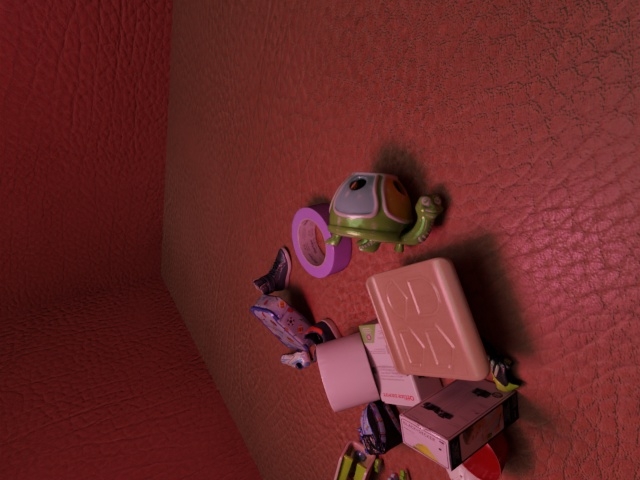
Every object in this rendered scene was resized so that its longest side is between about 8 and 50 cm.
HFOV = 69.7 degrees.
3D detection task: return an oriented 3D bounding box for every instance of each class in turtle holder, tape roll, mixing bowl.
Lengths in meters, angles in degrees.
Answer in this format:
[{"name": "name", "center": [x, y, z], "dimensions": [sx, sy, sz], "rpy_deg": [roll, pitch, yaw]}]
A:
[{"name": "turtle holder", "center": [0.167, -0.083, 1.350], "dimensions": [0.320, 0.243, 0.228], "rpy_deg": [14, 98, 63]}, {"name": "tape roll", "center": [0.100, 0.467, 1.641], "dimensions": [0.246, 0.169, 0.246], "rpy_deg": [-18, -90, -86]}, {"name": "tape roll", "center": [0.000, 0.000, 1.761], "dimensions": [0.274, 0.090, 0.275], "rpy_deg": [29, 127, 47]}, {"name": "mixing bowl", "center": [0.461, 0.575, 1.308], "dimensions": [0.181, 0.098, 0.182], "rpy_deg": [38, 141, 39]}]

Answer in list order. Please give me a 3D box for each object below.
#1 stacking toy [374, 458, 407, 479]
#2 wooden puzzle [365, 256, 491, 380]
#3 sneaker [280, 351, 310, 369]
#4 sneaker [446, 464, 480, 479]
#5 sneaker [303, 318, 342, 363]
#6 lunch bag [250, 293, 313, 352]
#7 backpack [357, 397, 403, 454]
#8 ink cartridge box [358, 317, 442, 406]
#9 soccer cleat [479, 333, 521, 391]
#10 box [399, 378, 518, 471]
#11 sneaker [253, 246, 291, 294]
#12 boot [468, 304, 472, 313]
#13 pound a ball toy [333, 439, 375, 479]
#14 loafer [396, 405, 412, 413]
[{"name": "stacking toy", "center": [0.295, 0.966, 1.776], "dimensions": [0.166, 0.052, 0.222], "rpy_deg": [-11, 93, 55]}, {"name": "wooden puzzle", "center": [0.296, 0.220, 1.289], "dimensions": [0.347, 0.080, 0.323], "rpy_deg": [-25, 84, 58]}, {"name": "sneaker", "center": [-0.123, 0.572, 2.179], "dimensions": [0.237, 0.085, 0.086], "rpy_deg": [-32, 61, 55]}, {"name": "sneaker", "center": [0.459, 0.789, 1.393], "dimensions": [0.290, 0.123, 0.106], "rpy_deg": [52, 143, 32]}, {"name": "sneaker", "center": [0.053, 0.481, 1.830], "dimensions": [0.350, 0.148, 0.131], "rpy_deg": [50, 140, 31]}, {"name": "lunch bag", "center": [-0.162, 0.372, 2.039], "dimensions": [0.243, 0.115, 0.303], "rpy_deg": [-5, 130, 53]}, {"name": "backpack", "center": [0.211, 0.670, 1.671], "dimensions": [0.117, 0.158, 0.174], "rpy_deg": [-38, 69, 47]}, {"name": "ink cartridge box", "center": [0.261, 0.389, 1.518], "dimensions": [0.198, 0.114, 0.273], "rpy_deg": [-22, 84, 57]}, {"name": "soccer cleat", "center": [0.472, 0.320, 1.240], "dimensions": [0.072, 0.060, 0.179], "rpy_deg": [-40, 76, 44]}, {"name": "box", "center": [0.373, 0.472, 1.231], "dimensions": [0.169, 0.289, 0.087], "rpy_deg": [7, 109, 53]}, {"name": "sneaker", "center": [-0.220, 0.147, 2.078], "dimensions": [0.086, 0.163, 0.227], "rpy_deg": [37, 130, 45]}, {"name": "boot", "center": [0.343, 0.195, 1.353], "dimensions": [0.178, 0.085, 0.237], "rpy_deg": [-18, 88, 61]}, {"name": "pound a ball toy", "center": [0.173, 1.004, 1.923], "dimensions": [0.208, 0.135, 0.320], "rpy_deg": [22, 125, 21]}, {"name": "loafer", "center": [0.353, 0.557, 1.493], "dimensions": [0.088, 0.094, 0.251], "rpy_deg": [63, 151, -4]}]
